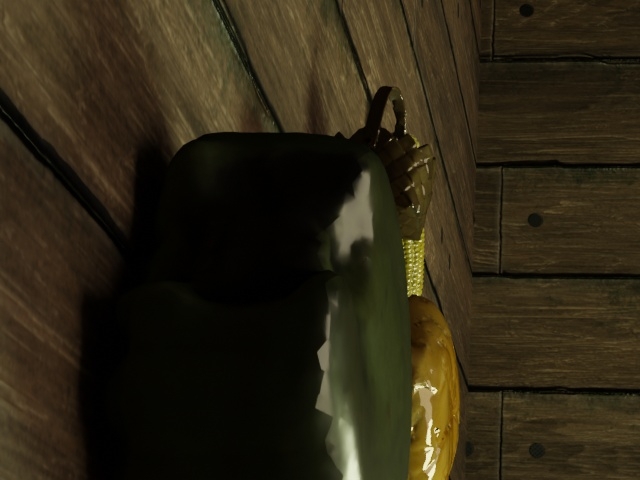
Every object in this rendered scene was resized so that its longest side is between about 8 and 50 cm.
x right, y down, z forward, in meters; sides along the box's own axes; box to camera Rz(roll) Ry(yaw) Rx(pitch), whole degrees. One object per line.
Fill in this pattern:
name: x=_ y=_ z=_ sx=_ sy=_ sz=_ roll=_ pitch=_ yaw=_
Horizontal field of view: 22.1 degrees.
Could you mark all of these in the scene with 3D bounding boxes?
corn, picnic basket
corn: x=0.107 y=-0.028 z=2.307 sx=0.081 sy=0.081 sz=0.248 roll=-32 pitch=122 yaw=-78
picnic basket: x=0.069 y=-0.096 z=1.927 sx=0.128 sy=0.137 sz=0.178 roll=66 pitch=32 yaw=-64

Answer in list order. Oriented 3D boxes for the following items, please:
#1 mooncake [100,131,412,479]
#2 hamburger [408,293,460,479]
mooncake: x=-0.039 y=0.095 z=1.223 sx=0.351 sy=0.187 sz=0.351 roll=-4 pitch=90 yaw=-80
hamburger: x=0.087 y=0.217 z=2.003 sx=0.318 sy=0.158 sz=0.319 roll=2 pitch=90 yaw=-80
